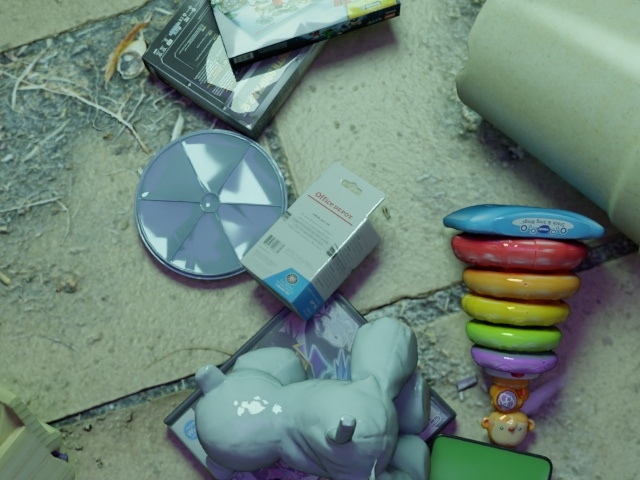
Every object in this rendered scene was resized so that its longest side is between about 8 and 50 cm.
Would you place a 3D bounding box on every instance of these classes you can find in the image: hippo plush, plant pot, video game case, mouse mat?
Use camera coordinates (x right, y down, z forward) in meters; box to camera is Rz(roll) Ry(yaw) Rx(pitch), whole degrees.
[{"bbox_3d":[-0.016,0.230,1.164,0.237,0.294,0.234,-4,109,20],"label":"hippo plush"},{"bbox_3d":[0.347,-0.194,1.231,0.305,0.334,0.334,34,82,20],"label":"plant pot"},{"bbox_3d":[-0.014,0.223,1.286,0.275,0.035,0.248,-43,80,-6],"label":"video game case"},{"bbox_3d":[0.192,0.341,1.252,0.153,0.007,0.189,13,89,2],"label":"mouse mat"}]

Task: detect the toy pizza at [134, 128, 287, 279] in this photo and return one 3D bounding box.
[{"bbox_3d":[-0.143,-0.047,1.348,0.201,0.032,0.201,0,80,2],"label":"toy pizza"}]

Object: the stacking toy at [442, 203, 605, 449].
[{"bbox_3d":[0.235,0.108,1.255,0.175,0.166,0.301,4,94,-6],"label":"stacking toy"}]

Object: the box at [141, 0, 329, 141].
[{"bbox_3d":[-0.098,-0.277,1.378,0.183,0.056,0.231,34,82,8],"label":"box"}]

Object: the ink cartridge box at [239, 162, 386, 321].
[{"bbox_3d":[0.000,0.000,1.295,0.180,0.060,0.104,-47,54,-10],"label":"ink cartridge box"}]

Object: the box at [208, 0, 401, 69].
[{"bbox_3d":[-0.031,-0.334,1.335,0.233,0.044,0.159,-18,78,-2],"label":"box"}]

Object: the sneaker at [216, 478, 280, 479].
[{"bbox_3d":[-0.149,0.336,1.242,0.224,0.083,0.098,-5,74,12],"label":"sneaker"}]

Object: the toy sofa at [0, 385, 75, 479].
[{"bbox_3d":[-0.470,0.335,1.191,0.150,0.177,0.362,17,58,33],"label":"toy sofa"}]
